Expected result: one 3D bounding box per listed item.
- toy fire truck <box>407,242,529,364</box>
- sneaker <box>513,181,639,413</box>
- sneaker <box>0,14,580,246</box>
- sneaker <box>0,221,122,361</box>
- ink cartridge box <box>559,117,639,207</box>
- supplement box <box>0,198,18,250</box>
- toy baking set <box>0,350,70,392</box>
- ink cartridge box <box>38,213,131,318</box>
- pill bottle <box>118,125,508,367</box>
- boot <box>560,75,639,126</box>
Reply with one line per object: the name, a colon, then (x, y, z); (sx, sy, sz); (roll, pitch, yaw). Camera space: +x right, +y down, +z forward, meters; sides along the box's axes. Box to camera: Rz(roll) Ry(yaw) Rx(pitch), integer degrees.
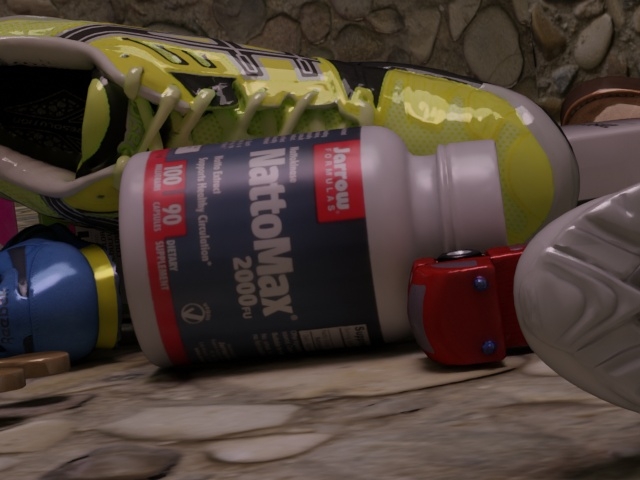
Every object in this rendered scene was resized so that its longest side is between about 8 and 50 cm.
toy fire truck: (0.133, 0.024, 0.776); (0.192, 0.047, 0.135); (-8, 6, 1)
sneaker: (0.152, 0.023, 0.629); (0.232, 0.090, 0.115); (1, -6, -30)
sneaker: (-0.054, -0.040, 1.001); (0.384, 0.145, 0.147); (7, 4, 17)
sneaker: (-0.173, 0.029, 1.023); (0.082, 0.069, 0.209); (-7, 5, -19)
ink cartridge box: (0.129, -0.025, 1.143); (0.203, 0.086, 0.148); (-9, 5, -12)
supplement box: (-0.337, 0.005, 1.321); (0.220, 0.111, 0.114); (-9, 4, -34)
toy baking set: (-0.230, 0.074, 0.859); (0.196, 0.030, 0.256); (-6, 4, -29)
ink cartridge box: (-0.132, -0.005, 1.229); (0.255, 0.097, 0.189); (-3, 6, 29)
pill bottle: (0.000, 0.000, 0.893); (0.180, 0.108, 0.108); (-7, 5, 5)
boot: (0.351, -0.070, 1.495); (0.305, 0.112, 0.115); (-2, 35, 7)
